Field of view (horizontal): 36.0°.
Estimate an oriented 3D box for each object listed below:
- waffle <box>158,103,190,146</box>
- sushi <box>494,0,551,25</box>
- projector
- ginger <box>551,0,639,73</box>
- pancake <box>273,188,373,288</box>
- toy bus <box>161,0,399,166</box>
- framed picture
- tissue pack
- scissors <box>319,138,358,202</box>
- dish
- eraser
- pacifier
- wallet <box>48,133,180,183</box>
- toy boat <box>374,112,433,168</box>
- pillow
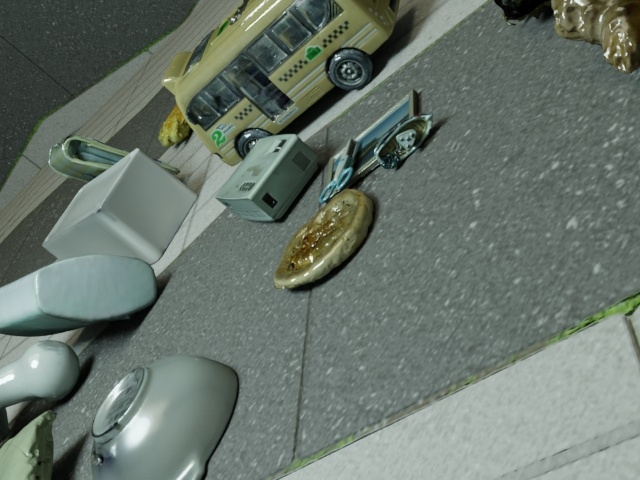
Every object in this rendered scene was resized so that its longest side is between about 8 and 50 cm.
[{"bbox_3d":[-0.259,-0.303,2.116,0.261,0.056,0.250,-54,21,-7],"label":"waffle"},{"bbox_3d":[0.264,-0.337,1.050,0.212,0.115,0.147,-52,19,-6],"label":"sushi"},{"bbox_3d":[-0.072,-0.084,1.358,0.115,0.061,0.147,-55,22,-12],"label":"projector"},{"bbox_3d":[0.303,-0.279,0.907,0.166,0.080,0.333,14,61,29],"label":"ginger"},{"bbox_3d":[0.001,0.001,1.119,0.152,0.025,0.151,-39,24,21],"label":"pancake"},{"bbox_3d":[-0.060,-0.284,1.484,0.365,0.202,0.177,-36,26,32],"label":"toy bus"},{"bbox_3d":[0.063,-0.116,1.215,0.149,0.011,0.109,-39,23,26],"label":"framed picture"},{"bbox_3d":[-0.358,-0.035,1.740,0.246,0.136,0.159,-23,33,50],"label":"tissue pack"},{"bbox_3d":[0.028,-0.090,1.196,0.058,0.014,0.119,-39,19,35],"label":"scissors"},{"bbox_3d":[-0.196,0.208,1.072,0.236,0.086,0.228,-12,42,59],"label":"dish"},{"bbox_3d":[-0.403,0.094,1.561,0.290,0.189,0.104,-17,82,54],"label":"eraser"},{"bbox_3d":[-0.520,0.237,1.507,0.332,0.273,0.220,-117,42,-66],"label":"pacifier"},{"bbox_3d":[-0.410,-0.146,1.919,0.309,0.223,0.077,6,78,69],"label":"wallet"},{"bbox_3d":[0.096,-0.115,1.110,0.083,0.038,0.038,-44,22,13],"label":"toy boat"},{"bbox_3d":[-0.431,0.389,1.249,0.274,0.076,0.280,-44,27,20],"label":"pillow"}]
